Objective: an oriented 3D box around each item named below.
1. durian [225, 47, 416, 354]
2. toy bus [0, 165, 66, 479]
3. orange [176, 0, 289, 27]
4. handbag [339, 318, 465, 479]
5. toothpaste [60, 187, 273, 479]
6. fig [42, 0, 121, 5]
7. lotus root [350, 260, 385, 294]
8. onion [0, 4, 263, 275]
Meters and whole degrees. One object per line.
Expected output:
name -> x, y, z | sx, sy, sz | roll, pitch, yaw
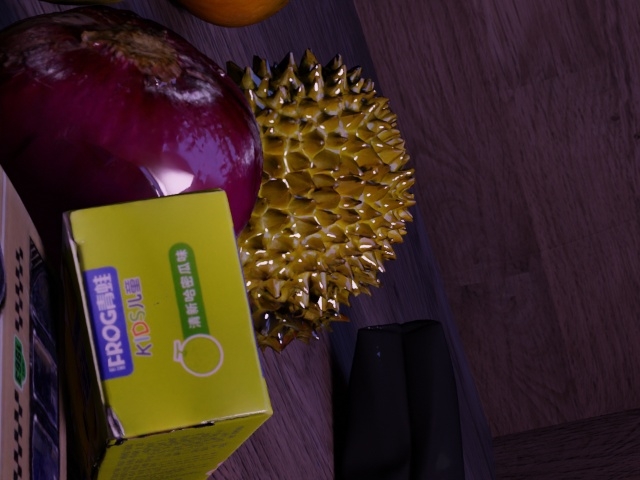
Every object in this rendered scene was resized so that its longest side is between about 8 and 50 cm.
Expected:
durian -> -0.052, -0.031, 0.990 | 0.293, 0.258, 0.258 | 29, 48, -68
toy bus -> -0.171, 0.110, 0.489 | 0.157, 0.139, 0.289 | 69, 9, -55
orange -> -0.094, -0.339, 1.304 | 0.240, 0.171, 0.240 | -13, 90, -80
handbag -> 0.108, 0.298, 1.635 | 0.288, 0.152, 0.342 | 81, 8, -46
toothpaste -> -0.098, 0.077, 0.702 | 0.327, 0.077, 0.110 | 124, -44, -69
fig -> -0.158, -0.257, 0.777 | 0.271, 0.239, 0.239 | 120, -38, -68
lotus root -> 0.001, -0.002, 1.426 | 0.278, 0.154, 0.154 | -56, 131, -74
onion -> -0.145, -0.025, 0.776 | 0.218, 0.195, 0.140 | -64, -179, 28
